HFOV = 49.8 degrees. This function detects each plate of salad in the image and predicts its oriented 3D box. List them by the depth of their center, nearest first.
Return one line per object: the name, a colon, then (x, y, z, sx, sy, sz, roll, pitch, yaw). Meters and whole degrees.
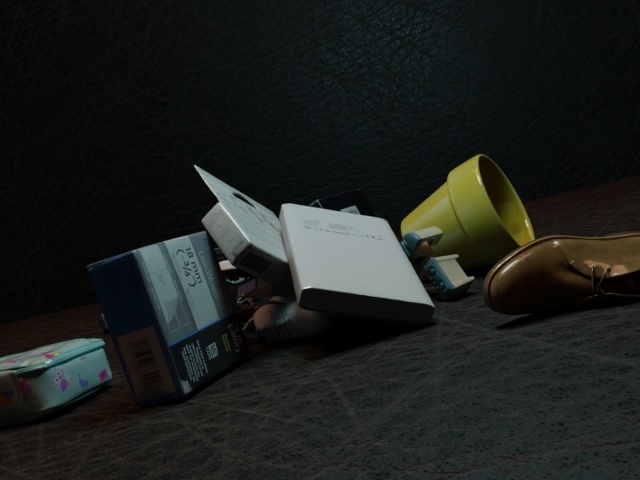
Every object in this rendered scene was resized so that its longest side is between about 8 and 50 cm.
plate of salad: (-0.176, 0.064, 1.500, 0.199, 0.048, 0.200, -9, 1, 0)

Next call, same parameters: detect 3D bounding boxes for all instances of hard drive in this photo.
hard drive: (0.053, 0.034, 1.288, 0.232, 0.047, 0.353, 9, 24, -13)

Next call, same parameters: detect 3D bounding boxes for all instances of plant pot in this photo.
plant pot: (0.327, -0.033, 1.590, 0.239, 0.254, 0.254, -29, -4, 28)

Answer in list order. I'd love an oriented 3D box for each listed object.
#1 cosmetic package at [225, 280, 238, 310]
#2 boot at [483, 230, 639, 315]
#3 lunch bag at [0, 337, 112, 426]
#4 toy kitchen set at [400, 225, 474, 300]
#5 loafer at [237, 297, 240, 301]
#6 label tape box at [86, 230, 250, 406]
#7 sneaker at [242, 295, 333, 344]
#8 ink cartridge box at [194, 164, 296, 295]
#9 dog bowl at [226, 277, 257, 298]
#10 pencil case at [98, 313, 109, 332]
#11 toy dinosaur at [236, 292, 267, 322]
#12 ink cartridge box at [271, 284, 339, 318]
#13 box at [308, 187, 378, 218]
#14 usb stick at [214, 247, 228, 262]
cosmetic package: (-0.329, 0.131, 1.547, 0.153, 0.129, 0.296, 3, 7, -39)
boot: (0.396, 0.051, 1.023, 0.305, 0.112, 0.115, -12, 14, -7)
lunch bag: (-0.544, 0.259, 1.272, 0.279, 0.108, 0.224, -13, 4, 18)
toy kitchen set: (0.193, 0.094, 1.416, 0.122, 0.166, 0.207, -15, -33, -26)
loafer: (-0.273, 0.190, 1.779, 0.170, 0.062, 0.061, -23, 7, 30)
label tape box: (-0.227, 0.113, 1.212, 0.105, 0.241, 0.333, -19, 2, 23)
sneaker: (-0.064, 0.161, 1.311, 0.094, 0.090, 0.235, -30, 8, -30)
ink cartridge box: (-0.129, -0.009, 1.346, 0.060, 0.239, 0.275, -47, -35, 8)
dog bowl: (-0.364, 0.132, 2.012, 0.407, 0.150, 0.408, -20, 2, 1)
pencil case: (-0.623, 0.244, 2.193, 0.151, 0.065, 0.070, -15, 20, -32)
toy dinosaur: (-0.214, 0.182, 1.645, 0.268, 0.064, 0.118, -17, 10, -5)
ink cartridge box: (-0.023, 0.105, 1.513, 0.072, 0.128, 0.175, -16, 4, -42)
box: (0.000, 0.000, 2.141, 0.294, 0.183, 0.296, -32, -7, 31)
usb stick: (-0.278, 0.044, 1.534, 0.077, 0.045, 0.278, -17, -4, 16)
